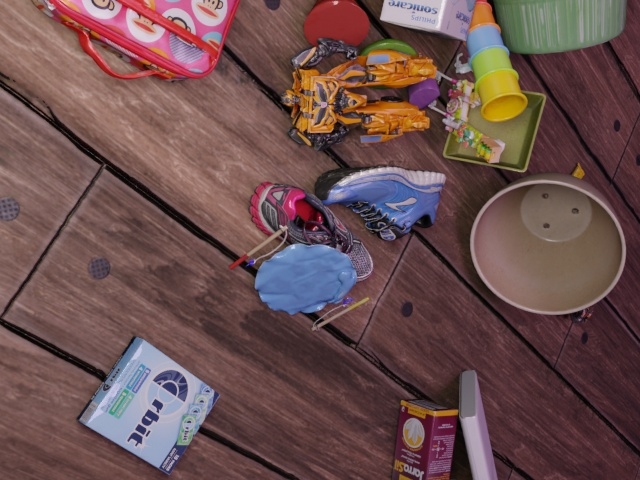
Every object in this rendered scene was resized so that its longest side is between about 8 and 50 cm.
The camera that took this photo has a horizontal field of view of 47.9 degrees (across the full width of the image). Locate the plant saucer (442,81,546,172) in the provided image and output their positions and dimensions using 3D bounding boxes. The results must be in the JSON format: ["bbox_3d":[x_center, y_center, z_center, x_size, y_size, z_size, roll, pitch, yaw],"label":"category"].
[{"bbox_3d":[0.391,-0.250,1.618,0.045,0.188,0.188,40,66,-68],"label":"plant saucer"}]

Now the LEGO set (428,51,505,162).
[{"bbox_3d":[0.296,-0.279,1.540,0.107,0.132,0.287,19,55,-33],"label":"LEGO set"}]

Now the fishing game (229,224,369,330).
[{"bbox_3d":[-0.028,0.065,1.318,0.264,0.189,0.041,38,28,-36],"label":"fishing game"}]

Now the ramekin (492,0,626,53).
[{"bbox_3d":[0.540,-0.525,1.624,0.303,0.303,0.148,-30,119,-34],"label":"ramekin"}]

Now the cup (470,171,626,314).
[{"bbox_3d":[0.539,-0.027,1.682,0.237,0.331,0.331,-47,124,-55],"label":"cup"}]

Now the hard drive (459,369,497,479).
[{"bbox_3d":[0.369,0.485,1.664,0.203,0.040,0.307,-60,137,-68],"label":"hard drive"}]

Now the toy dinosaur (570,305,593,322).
[{"bbox_3d":[0.689,0.058,1.919,0.218,0.164,0.321,4,73,-54],"label":"toy dinosaur"}]

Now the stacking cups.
[{"bbox_3d":[0.349,-0.400,1.506,0.096,0.096,0.316,18,53,-39],"label":"stacking cups"}]

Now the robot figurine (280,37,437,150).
[{"bbox_3d":[0.069,-0.269,1.342,0.291,0.085,0.211,-9,118,-22],"label":"robot figurine"}]

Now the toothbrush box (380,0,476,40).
[{"bbox_3d":[0.236,-0.548,1.383,0.216,0.126,0.295,-23,127,-63],"label":"toothbrush box"}]

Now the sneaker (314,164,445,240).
[{"bbox_3d":[0.128,-0.073,1.431,0.330,0.130,0.147,1,91,-39],"label":"sneaker"}]

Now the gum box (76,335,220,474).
[{"bbox_3d":[-0.277,0.273,1.187,0.184,0.041,0.157,46,66,-33],"label":"gum box"}]

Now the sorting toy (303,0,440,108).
[{"bbox_3d":[0.110,-0.397,1.426,0.366,0.127,0.126,26,48,-41],"label":"sorting toy"}]

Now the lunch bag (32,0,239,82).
[{"bbox_3d":[-0.277,-0.372,1.088,0.293,0.120,0.258,23,84,-37],"label":"lunch bag"}]

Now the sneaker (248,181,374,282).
[{"bbox_3d":[0.000,0.000,1.344,0.299,0.112,0.120,35,72,-37],"label":"sneaker"}]

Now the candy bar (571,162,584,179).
[{"bbox_3d":[0.668,-0.146,1.934,0.161,0.018,0.040,-48,117,-25],"label":"candy bar"}]

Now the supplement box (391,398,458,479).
[{"bbox_3d":[0.226,0.451,1.573,0.081,0.104,0.188,8,89,-39],"label":"supplement box"}]
